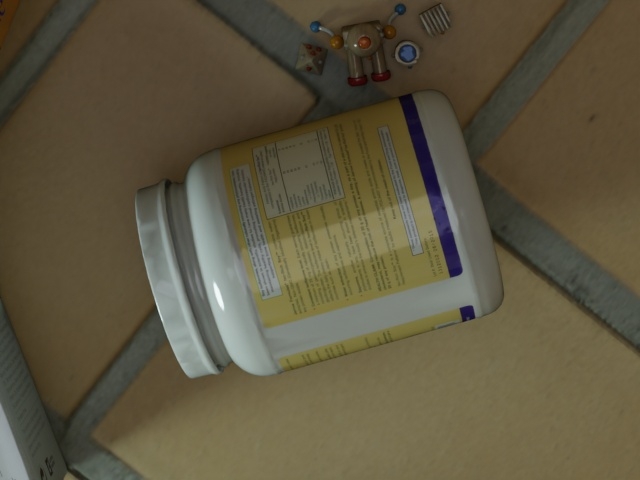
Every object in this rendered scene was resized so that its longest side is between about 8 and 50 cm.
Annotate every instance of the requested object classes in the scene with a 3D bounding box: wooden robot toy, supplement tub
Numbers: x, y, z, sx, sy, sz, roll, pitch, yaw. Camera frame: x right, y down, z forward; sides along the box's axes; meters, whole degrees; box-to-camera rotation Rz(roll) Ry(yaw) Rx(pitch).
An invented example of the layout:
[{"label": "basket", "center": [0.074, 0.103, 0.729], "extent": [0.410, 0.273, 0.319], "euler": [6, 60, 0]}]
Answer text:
[{"label": "wooden robot toy", "center": [0.056, -0.202, 1.817], "extent": [0.173, 0.079, 0.076], "euler": [-12, 99, 3]}, {"label": "supplement tub", "center": [0.000, 0.000, 1.770], "extent": [0.331, 0.241, 0.241], "euler": [-15, 99, 3]}]

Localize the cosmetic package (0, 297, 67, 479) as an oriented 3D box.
[{"label": "cosmetic package", "center": [-0.458, 0.096, 1.827], "extent": [0.230, 0.161, 0.453], "euler": [-19, 99, 3]}]

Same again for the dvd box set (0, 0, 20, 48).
[{"label": "dvd box set", "center": [-0.489, -0.123, 1.683], "extent": [0.307, 0.062, 0.420], "euler": [7, 61, 16]}]
